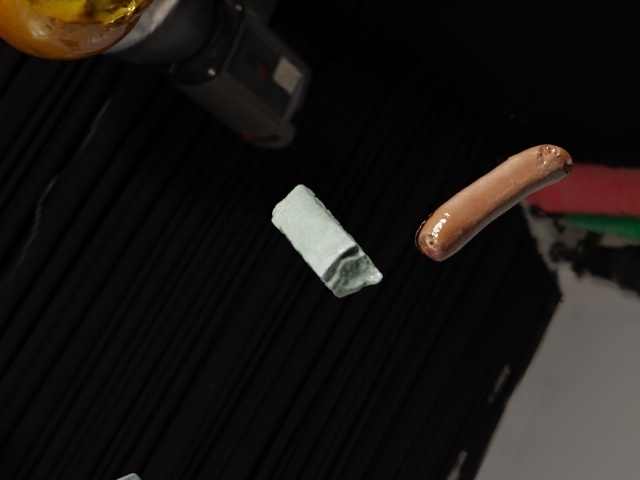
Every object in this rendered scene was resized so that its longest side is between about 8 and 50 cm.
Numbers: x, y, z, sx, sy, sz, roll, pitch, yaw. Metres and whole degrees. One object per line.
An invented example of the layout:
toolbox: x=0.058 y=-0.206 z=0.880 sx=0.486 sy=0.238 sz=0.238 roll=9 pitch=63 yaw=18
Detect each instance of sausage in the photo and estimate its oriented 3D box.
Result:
sausage: x=0.155 y=-0.039 z=0.817 sx=0.043 sy=0.186 sz=0.043 roll=37 pitch=-35 yaw=33

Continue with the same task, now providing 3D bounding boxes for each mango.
mango: x=-0.230 y=-0.237 z=0.796 sx=0.126 sy=0.153 sz=0.252 roll=-9 pitch=30 yaw=-26

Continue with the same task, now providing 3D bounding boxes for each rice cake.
rice cake: x=0.000 y=0.000 z=1.202 sx=0.063 sy=0.069 sz=0.206 roll=46 pitch=5 yaw=-37

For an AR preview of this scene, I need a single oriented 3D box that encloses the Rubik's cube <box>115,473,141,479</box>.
Rubik's cube: x=-0.246 y=0.380 z=0.968 sx=0.229 sy=0.233 sz=0.228 roll=5 pitch=-6 yaw=-36
